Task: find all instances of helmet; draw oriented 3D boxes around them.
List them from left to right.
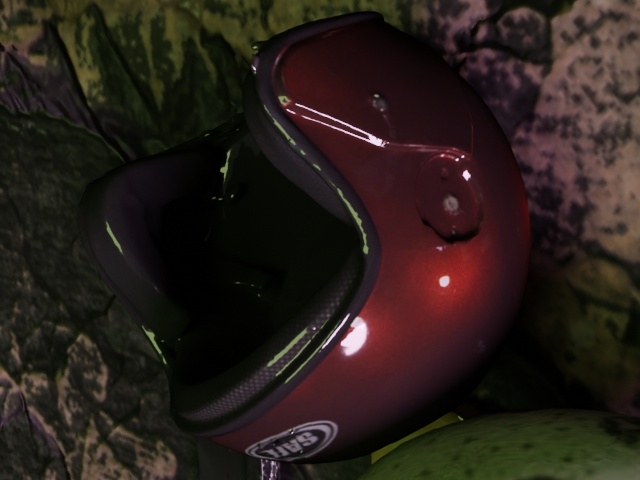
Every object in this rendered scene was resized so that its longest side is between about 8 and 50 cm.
[{"bbox_3d":[0.000,0.000,0.736,0.189,0.193,0.216,-30,40,47],"label":"helmet"}]

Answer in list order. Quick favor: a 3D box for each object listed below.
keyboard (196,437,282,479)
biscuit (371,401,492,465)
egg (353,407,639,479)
[{"bbox_3d":[-0.046,0.211,0.965,0.072,0.023,0.231,15,112,46],"label":"keyboard"},{"bbox_3d":[0.125,0.185,0.797,0.254,0.029,0.172,22,117,36],"label":"biscuit"},{"bbox_3d":[0.093,0.158,0.681,0.228,0.177,0.177,-31,81,25],"label":"egg"}]
